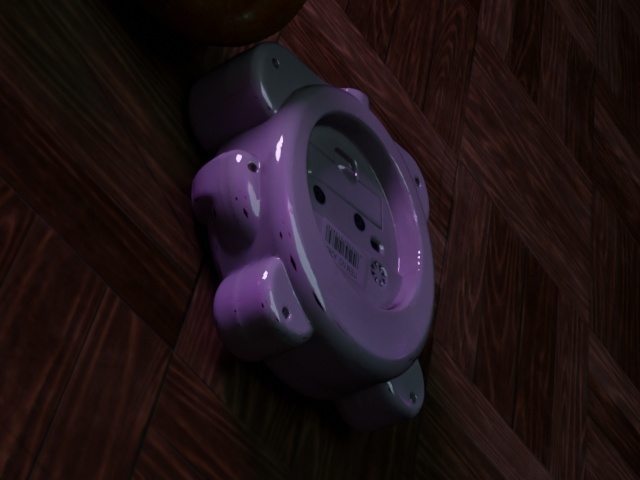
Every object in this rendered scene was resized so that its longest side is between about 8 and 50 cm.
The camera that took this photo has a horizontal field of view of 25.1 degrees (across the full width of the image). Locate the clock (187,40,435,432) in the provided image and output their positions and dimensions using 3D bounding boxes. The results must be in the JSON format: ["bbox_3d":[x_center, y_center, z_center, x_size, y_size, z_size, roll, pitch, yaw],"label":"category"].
[{"bbox_3d":[0.000,0.000,1.358,0.295,0.113,0.322,36,41,-41],"label":"clock"}]

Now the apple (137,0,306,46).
[{"bbox_3d":[-0.094,-0.283,1.343,0.196,0.196,0.196,39,38,-39],"label":"apple"}]
